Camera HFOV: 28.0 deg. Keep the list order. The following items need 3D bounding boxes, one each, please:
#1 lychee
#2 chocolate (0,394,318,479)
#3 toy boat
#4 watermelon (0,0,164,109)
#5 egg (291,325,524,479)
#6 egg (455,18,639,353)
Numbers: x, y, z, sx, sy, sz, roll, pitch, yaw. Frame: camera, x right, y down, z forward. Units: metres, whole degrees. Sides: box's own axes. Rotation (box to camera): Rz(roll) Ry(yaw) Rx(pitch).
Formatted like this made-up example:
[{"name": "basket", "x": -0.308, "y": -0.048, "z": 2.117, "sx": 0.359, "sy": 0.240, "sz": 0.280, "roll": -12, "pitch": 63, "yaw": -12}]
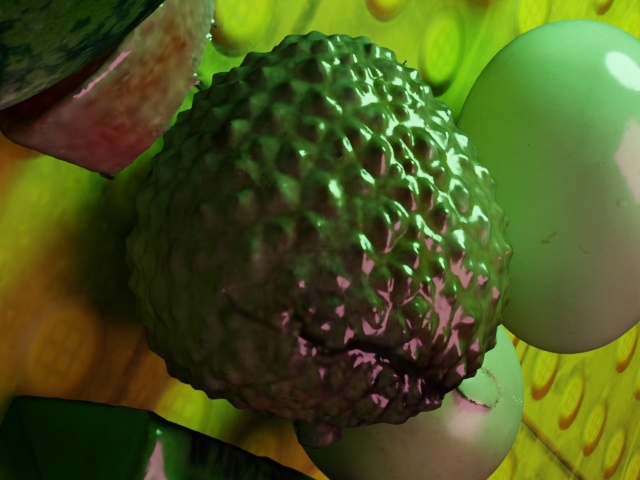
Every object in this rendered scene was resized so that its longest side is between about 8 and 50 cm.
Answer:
[{"name": "lychee", "x": 0.000, "y": 0.000, "z": 0.845, "sx": 0.255, "sy": 0.255, "sz": 0.274, "roll": 0, "pitch": 98, "yaw": -57}, {"name": "chocolate", "x": -0.127, "y": 0.297, "z": 0.873, "sx": 0.360, "sy": 0.161, "sz": 0.341, "roll": 39, "pitch": 72, "yaw": -55}, {"name": "toy boat", "x": -0.170, "y": -0.175, "z": 0.685, "sx": 0.282, "sy": 0.096, "sz": 0.206, "roll": 38, "pitch": 65, "yaw": -43}, {"name": "watermelon", "x": -0.112, "y": -0.209, "z": 0.597, "sx": 0.292, "sy": 0.319, "sz": 0.222, "roll": -38, "pitch": 150, "yaw": -28}, {"name": "egg", "x": 0.065, "y": 0.119, "z": 1.035, "sx": 0.186, "sy": 0.253, "sz": 0.186, "roll": -1, "pitch": 92, "yaw": -15}, {"name": "egg", "x": 0.237, "y": -0.038, "z": 1.216, "sx": 0.230, "sy": 0.230, "sz": 0.371, "roll": -48, "pitch": 145, "yaw": -35}]
